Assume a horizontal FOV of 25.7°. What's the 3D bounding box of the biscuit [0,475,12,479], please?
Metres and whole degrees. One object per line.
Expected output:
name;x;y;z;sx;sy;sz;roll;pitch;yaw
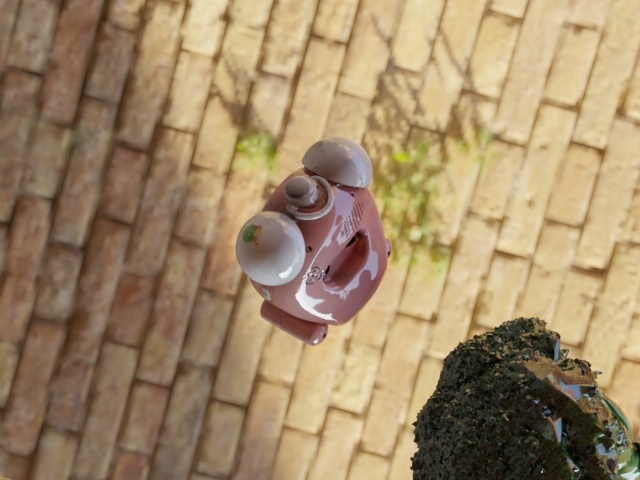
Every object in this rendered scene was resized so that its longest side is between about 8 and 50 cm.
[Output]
biscuit;-0.339;0.249;1.416;0.139;0.231;0.016;-176;-74;-77

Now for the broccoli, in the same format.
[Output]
broccoli;0.212;0.223;1.401;0.265;0.245;0.295;-13;-114;54

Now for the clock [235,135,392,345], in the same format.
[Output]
clock;0.000;0.000;1.312;0.166;0.092;0.162;-50;148;-23
